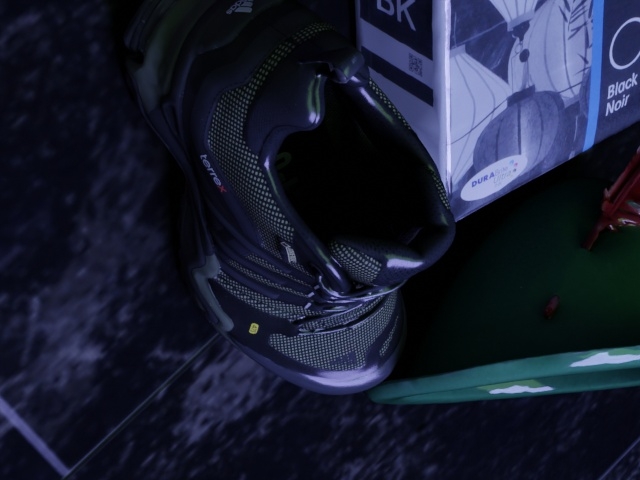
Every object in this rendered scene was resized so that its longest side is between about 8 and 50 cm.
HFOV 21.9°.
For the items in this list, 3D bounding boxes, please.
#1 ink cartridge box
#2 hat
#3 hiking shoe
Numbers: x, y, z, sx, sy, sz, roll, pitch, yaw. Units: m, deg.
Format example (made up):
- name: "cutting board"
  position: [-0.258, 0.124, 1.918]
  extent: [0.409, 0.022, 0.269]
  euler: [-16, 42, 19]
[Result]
- name: "ink cartridge box"
  position: [0.089, -0.178, 0.630]
  extent: [0.165, 0.065, 0.333]
  euler: [-28, 133, -26]
- name: "hat"
  position: [0.112, -0.023, 0.781]
  extent: [0.208, 0.173, 0.183]
  euler: [0, 80, -32]
- name: "hiking shoe"
  position: [0.000, 0.000, 0.631]
  extent: [0.086, 0.114, 0.227]
  euler: [-40, 138, -15]
